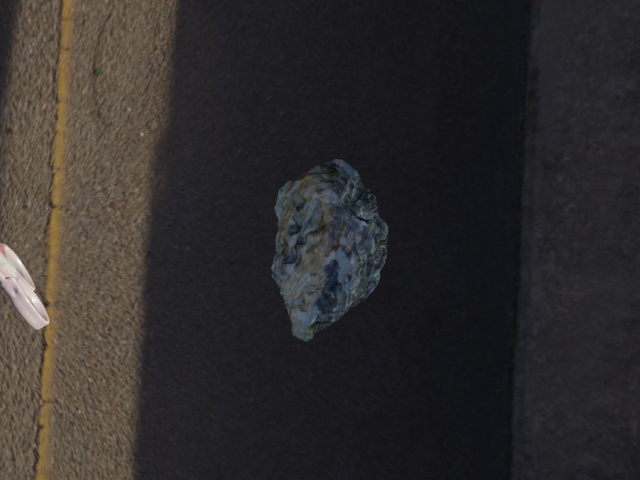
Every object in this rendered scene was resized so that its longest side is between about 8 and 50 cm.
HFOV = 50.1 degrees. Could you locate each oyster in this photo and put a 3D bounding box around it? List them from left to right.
[{"bbox_3d":[-0.001,0.001,0.456,0.098,0.037,0.100,-35,77,-1],"label":"oyster"}]

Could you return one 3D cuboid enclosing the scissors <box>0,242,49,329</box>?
[{"bbox_3d":[-0.375,0.014,0.770,0.031,0.242,0.118,-30,61,-13],"label":"scissors"}]
